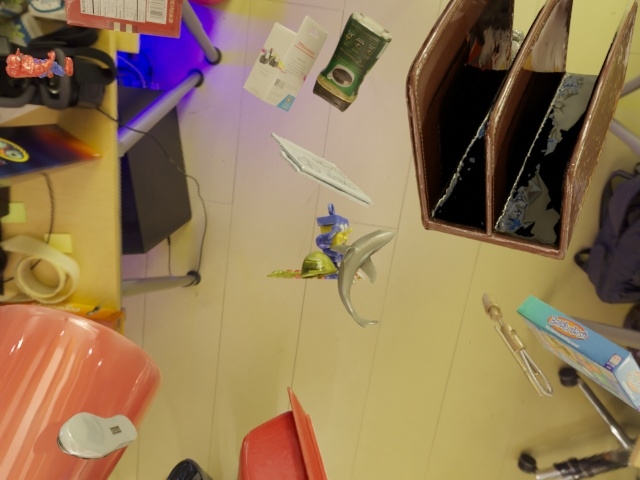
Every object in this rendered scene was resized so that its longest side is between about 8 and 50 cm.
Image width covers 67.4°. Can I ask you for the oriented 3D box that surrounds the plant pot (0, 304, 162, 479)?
[{"bbox_3d":[-0.388,0.263,0.654,0.274,0.243,0.275,6,137,5],"label":"plant pot"}]

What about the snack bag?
[{"bbox_3d":[-0.010,-0.249,1.659,0.323,0.342,0.037,21,110,-36],"label":"snack bag"}]

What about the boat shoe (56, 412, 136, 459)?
[{"bbox_3d":[-0.250,0.222,0.529,0.040,0.142,0.049,-35,72,-8],"label":"boat shoe"}]

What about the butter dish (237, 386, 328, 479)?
[{"bbox_3d":[-0.049,0.271,0.509,0.118,0.160,0.160,-15,127,-8],"label":"butter dish"}]

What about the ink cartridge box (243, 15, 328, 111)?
[{"bbox_3d":[-0.070,-0.370,0.988,0.061,0.104,0.181,37,106,21],"label":"ink cartridge box"}]

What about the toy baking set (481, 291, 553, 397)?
[{"bbox_3d":[0.381,0.196,0.932,0.030,0.256,0.197,-37,84,16],"label":"toy baking set"}]

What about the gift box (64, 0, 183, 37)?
[{"bbox_3d":[-0.383,-0.583,0.983,0.276,0.258,0.255,1,142,-26],"label":"gift box"}]

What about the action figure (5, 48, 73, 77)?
[{"bbox_3d":[-0.286,-0.177,0.483,0.038,0.115,0.030,-3,111,-9],"label":"action figure"}]

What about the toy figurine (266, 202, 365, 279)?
[{"bbox_3d":[0.000,0.000,1.330,0.191,0.362,0.217,0,85,22],"label":"toy figurine"}]

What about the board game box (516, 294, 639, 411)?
[{"bbox_3d":[0.485,0.203,0.890,0.047,0.210,0.160,-47,123,-1],"label":"board game box"}]

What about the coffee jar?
[{"bbox_3d":[0.061,-0.363,0.992,0.096,0.079,0.184,32,127,-5],"label":"coffee jar"}]

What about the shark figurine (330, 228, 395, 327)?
[{"bbox_3d":[0.079,0.079,1.197,0.166,0.116,0.278,8,67,16],"label":"shark figurine"}]

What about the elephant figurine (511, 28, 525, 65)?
[{"bbox_3d":[0.528,-0.511,1.450,0.169,0.239,0.186,1,68,23],"label":"elephant figurine"}]

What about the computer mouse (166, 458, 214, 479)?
[{"bbox_3d":[-0.229,0.558,0.903,0.184,0.262,0.060,-55,139,-10],"label":"computer mouse"}]

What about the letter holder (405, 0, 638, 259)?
[{"bbox_3d":[0.225,-0.173,0.506,0.152,0.302,0.214,16,147,31],"label":"letter holder"}]
